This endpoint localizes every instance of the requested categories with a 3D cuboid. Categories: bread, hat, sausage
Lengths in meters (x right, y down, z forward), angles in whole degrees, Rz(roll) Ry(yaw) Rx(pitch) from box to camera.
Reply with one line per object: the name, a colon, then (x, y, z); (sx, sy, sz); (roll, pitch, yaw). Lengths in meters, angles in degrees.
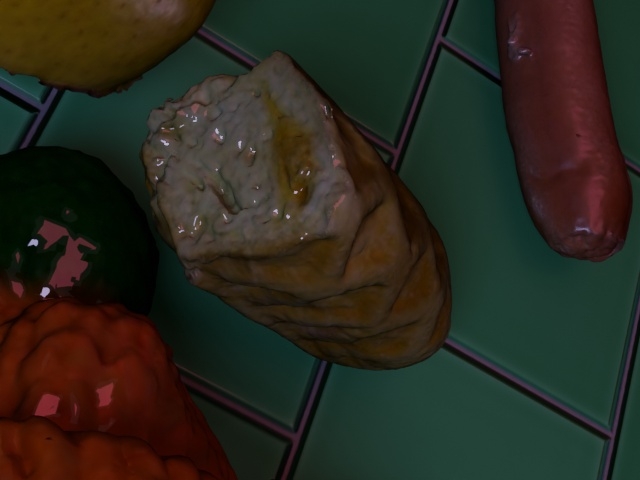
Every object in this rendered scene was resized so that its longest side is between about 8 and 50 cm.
bread: (0.000, 0.000, 0.739); (0.130, 0.268, 0.152); (-49, 60, 0)
hat: (-0.147, 0.149, 0.636); (0.285, 0.285, 0.400); (13, 34, -25)
sausage: (0.188, -0.179, 1.006); (0.094, 0.094, 0.418); (0, 70, -14)

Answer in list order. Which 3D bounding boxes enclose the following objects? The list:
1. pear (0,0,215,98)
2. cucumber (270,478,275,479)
pear: (-0.198, -0.285, 0.700); (0.386, 0.191, 0.340); (35, 31, -25)
cucumber: (0.040, 0.242, 0.731); (0.244, 0.134, 0.134); (48, 55, 1)
